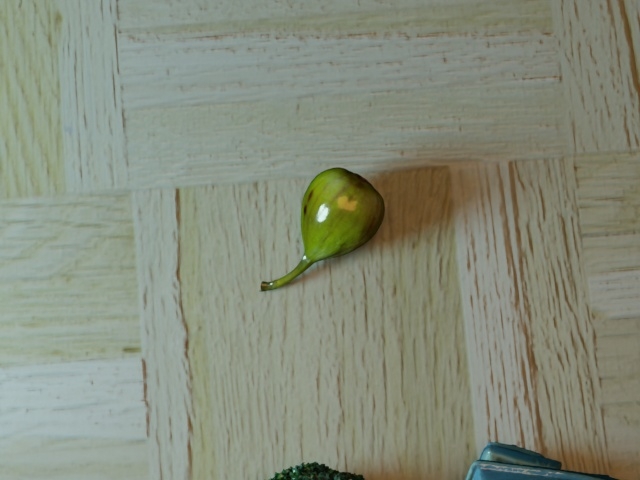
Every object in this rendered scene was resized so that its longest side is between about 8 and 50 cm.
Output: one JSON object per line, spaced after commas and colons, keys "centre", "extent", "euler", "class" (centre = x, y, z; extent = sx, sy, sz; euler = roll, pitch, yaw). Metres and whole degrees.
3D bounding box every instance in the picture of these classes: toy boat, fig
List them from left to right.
{"centre": [0.001, -0.010, 1.998], "extent": [0.093, 0.093, 0.166], "euler": [47, 120, 8], "class": "fig"}
{"centre": [0.263, 0.280, 1.925], "extent": [0.238, 0.098, 0.109], "euler": [14, 120, -7], "class": "toy boat"}

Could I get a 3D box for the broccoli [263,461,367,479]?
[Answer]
{"centre": [-0.015, 0.335, 1.889], "extent": [0.220, 0.194, 0.194], "euler": [-26, 79, -30], "class": "broccoli"}
